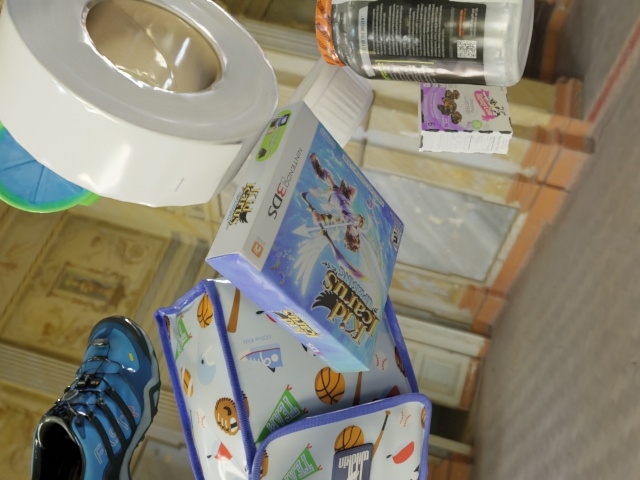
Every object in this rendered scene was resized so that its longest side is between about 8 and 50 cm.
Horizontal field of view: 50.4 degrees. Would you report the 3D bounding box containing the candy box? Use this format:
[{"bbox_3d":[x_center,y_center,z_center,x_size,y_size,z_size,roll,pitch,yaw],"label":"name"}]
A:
[{"bbox_3d":[0.319,-0.277,1.521,0.070,0.196,0.164,87,-174,-53],"label":"candy box"}]

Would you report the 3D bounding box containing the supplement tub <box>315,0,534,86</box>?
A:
[{"bbox_3d":[0.176,-0.372,1.149,0.207,0.338,0.207,8,-90,-69],"label":"supplement tub"}]

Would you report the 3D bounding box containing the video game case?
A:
[{"bbox_3d":[0.000,0.000,0.881,0.269,0.061,0.244,46,-131,-35],"label":"video game case"}]

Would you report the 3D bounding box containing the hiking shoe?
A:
[{"bbox_3d":[-0.280,0.218,0.843,0.132,0.113,0.304,61,-158,-53],"label":"hiking shoe"}]

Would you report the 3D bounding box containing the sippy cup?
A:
[{"bbox_3d":[-0.566,-0.209,1.362,0.224,0.240,0.305,50,145,45],"label":"sippy cup"}]

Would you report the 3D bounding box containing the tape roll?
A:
[{"bbox_3d":[-0.190,-0.172,0.718,0.100,0.286,0.286,-50,11,38],"label":"tape roll"}]

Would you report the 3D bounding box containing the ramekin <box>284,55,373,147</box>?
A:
[{"bbox_3d":[-0.003,-0.260,1.431,0.273,0.127,0.273,-50,15,19],"label":"ramekin"}]

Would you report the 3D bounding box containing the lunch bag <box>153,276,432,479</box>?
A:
[{"bbox_3d":[-0.025,0.239,1.009,0.239,0.328,0.385,-33,67,51],"label":"lunch bag"}]
